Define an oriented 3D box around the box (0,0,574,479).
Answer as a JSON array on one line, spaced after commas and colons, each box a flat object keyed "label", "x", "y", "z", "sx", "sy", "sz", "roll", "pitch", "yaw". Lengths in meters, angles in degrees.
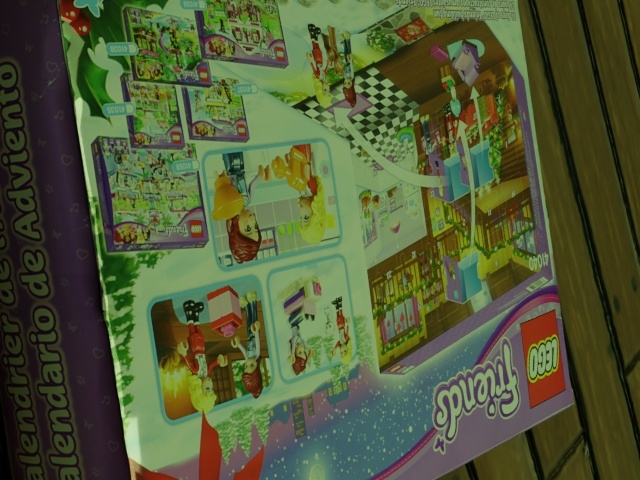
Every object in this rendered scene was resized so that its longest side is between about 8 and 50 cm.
[{"label": "box", "x": 0.000, "y": 0.000, "z": 0.501, "sx": 0.293, "sy": 0.057, "sz": 0.200, "roll": -12, "pitch": 94, "yaw": -54}]
